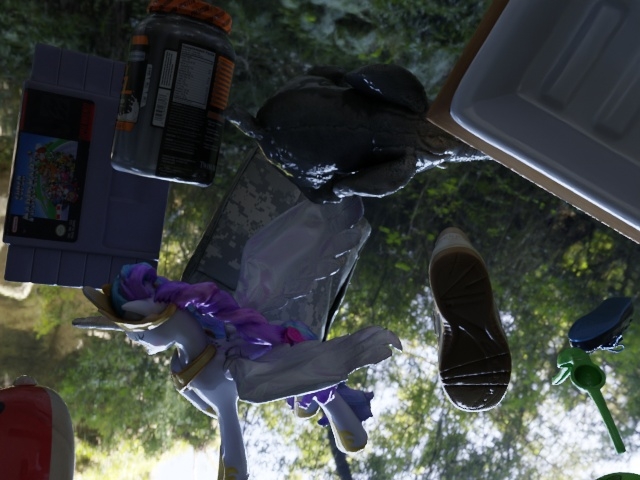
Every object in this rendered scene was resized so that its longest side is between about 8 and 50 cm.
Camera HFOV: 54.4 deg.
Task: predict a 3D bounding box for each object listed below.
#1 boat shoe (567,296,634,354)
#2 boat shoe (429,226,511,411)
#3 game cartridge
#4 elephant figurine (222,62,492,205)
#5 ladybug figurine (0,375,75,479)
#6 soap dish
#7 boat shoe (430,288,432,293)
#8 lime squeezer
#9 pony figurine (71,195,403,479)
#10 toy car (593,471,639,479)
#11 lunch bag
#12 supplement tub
[{"bbox_3d":[0.652,0.205,1.405,0.258,0.089,0.109,-19,-169,-35],"label":"boat shoe"},{"bbox_3d":[0.221,0.124,0.939,0.109,0.302,0.098,-10,-153,13],"label":"boat shoe"},{"bbox_3d":[-0.349,-0.102,0.961,0.230,0.355,0.068,7,-177,-28],"label":"game cartridge"},{"bbox_3d":[0.065,-0.117,0.653,0.239,0.169,0.186,10,-131,39],"label":"elephant figurine"},{"bbox_3d":[-0.542,0.424,0.981,0.305,0.162,0.449,-20,-129,23],"label":"ladybug figurine"},{"bbox_3d":[0.277,-0.135,0.539,0.291,0.229,0.118,32,-161,7],"label":"soap dish"},{"bbox_3d":[0.261,0.138,1.169,0.056,0.048,0.153,30,-151,-45],"label":"boat shoe"},{"bbox_3d":[0.450,0.250,1.083,0.058,0.110,0.310,10,-173,1],"label":"lime squeezer"},{"bbox_3d":[-0.068,0.138,0.767,0.351,0.363,0.303,-20,-144,9],"label":"pony figurine"},{"bbox_3d":[0.286,0.249,0.470,0.053,0.239,0.225,-43,-77,-27],"label":"toy car"},{"bbox_3d":[-0.071,0.041,1.023,0.256,0.212,0.305,27,-117,-7],"label":"lunch bag"},{"bbox_3d":[-0.160,-0.162,0.689,0.117,0.190,0.117,11,-177,-1],"label":"supplement tub"}]
